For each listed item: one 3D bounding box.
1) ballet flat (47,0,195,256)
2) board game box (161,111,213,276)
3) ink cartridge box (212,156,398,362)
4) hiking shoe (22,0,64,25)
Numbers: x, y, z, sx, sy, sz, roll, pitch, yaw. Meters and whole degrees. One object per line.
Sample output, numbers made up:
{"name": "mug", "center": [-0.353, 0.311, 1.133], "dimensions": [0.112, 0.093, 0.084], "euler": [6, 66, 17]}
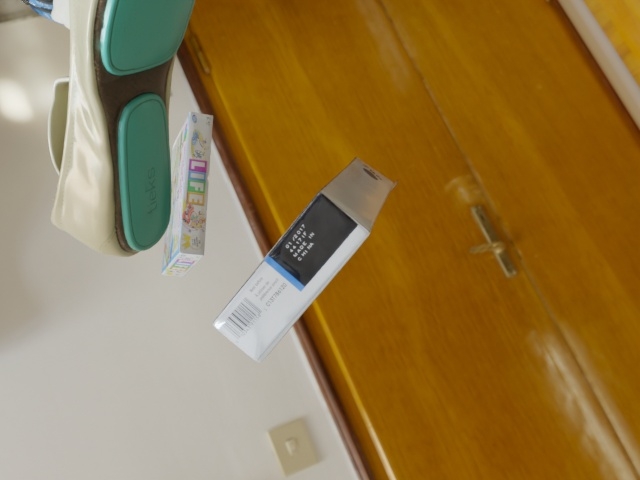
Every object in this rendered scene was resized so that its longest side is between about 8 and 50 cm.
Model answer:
{"name": "ballet flat", "center": [-0.130, -0.106, 0.461], "dimensions": [0.086, 0.086, 0.249], "euler": [-10, 123, -40]}
{"name": "board game box", "center": [-0.144, -0.047, 0.814], "dimensions": [0.026, 0.154, 0.103], "euler": [7, 163, -20]}
{"name": "ink cartridge box", "center": [0.000, 0.000, 0.811], "dimensions": [0.165, 0.065, 0.333], "euler": [-51, 179, 15]}
{"name": "hiking shoe", "center": [-0.386, -0.358, 0.999], "dimensions": [0.132, 0.113, 0.304], "euler": [-15, 146, 42]}
